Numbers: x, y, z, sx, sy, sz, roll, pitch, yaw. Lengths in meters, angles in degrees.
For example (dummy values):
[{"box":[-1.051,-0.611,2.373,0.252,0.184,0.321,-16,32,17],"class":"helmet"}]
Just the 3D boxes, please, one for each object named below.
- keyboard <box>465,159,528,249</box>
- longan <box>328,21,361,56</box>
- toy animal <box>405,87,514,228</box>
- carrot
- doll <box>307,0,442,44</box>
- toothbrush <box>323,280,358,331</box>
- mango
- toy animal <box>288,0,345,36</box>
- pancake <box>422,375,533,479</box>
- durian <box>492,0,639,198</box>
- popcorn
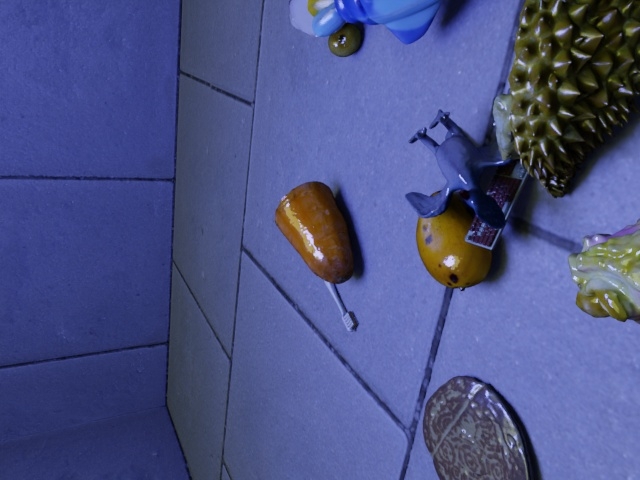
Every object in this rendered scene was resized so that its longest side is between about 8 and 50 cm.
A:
[{"box":[0.266,-0.068,0.725,0.055,0.017,0.166,25,90,58],"class":"keyboard"},{"box":[0.050,-0.435,1.065,0.075,0.083,0.075,7,109,21],"class":"longan"},{"box":[0.212,-0.110,0.748,0.239,0.255,0.176,-39,94,32],"class":"toy animal"},{"box":[0.000,0.000,1.129,0.225,0.159,0.159,63,143,31],"class":"carrot"},{"box":[0.149,-0.467,0.779,0.366,0.187,0.376,-56,20,7],"class":"doll"},{"box":[0.012,0.083,1.242,0.030,0.025,0.342,-59,44,36],"class":"toothbrush"},{"box":[0.214,0.002,0.817,0.115,0.090,0.178,-53,44,31],"class":"mango"},{"box":[0.011,-0.523,1.035,0.178,0.127,0.193,-25,39,46],"class":"toy animal"},{"box":[0.259,0.362,0.833,0.250,0.031,0.251,9,101,60],"class":"pancake"},{"box":[0.295,-0.196,0.602,0.166,0.171,0.307,-110,15,-74],"class":"durian"},{"box":[0.354,0.036,0.544,0.145,0.125,0.126,0,84,51],"class":"popcorn"}]
